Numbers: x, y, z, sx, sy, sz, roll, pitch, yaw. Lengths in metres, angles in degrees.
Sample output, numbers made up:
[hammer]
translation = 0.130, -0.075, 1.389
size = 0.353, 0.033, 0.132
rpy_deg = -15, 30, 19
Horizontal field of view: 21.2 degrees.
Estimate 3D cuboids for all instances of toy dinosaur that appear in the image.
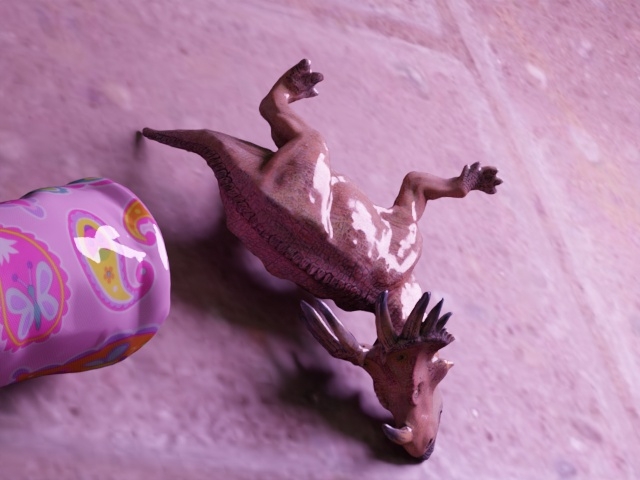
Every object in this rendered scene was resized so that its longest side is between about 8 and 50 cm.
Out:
[toy dinosaur]
translation = 0.000, 0.000, 1.195
size = 0.295, 0.127, 0.200
rpy_deg = 33, 42, -5

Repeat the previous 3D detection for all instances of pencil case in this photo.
[pencil case]
translation = -0.216, 0.033, 0.942
size = 0.284, 0.124, 0.124
rpy_deg = -11, 61, -48
